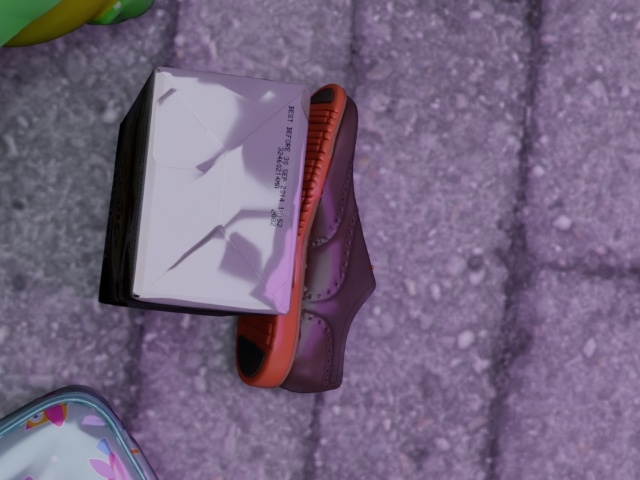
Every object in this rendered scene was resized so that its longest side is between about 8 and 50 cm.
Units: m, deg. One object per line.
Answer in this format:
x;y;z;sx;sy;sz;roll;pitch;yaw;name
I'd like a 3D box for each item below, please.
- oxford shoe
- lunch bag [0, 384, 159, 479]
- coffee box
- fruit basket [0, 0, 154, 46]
0.000;0.000;1.328;0.098;0.097;0.271;13;89;-28;oxford shoe
-0.216;0.281;1.257;0.224;0.108;0.279;-30;92;-9;lunch bag
-0.100;-0.026;1.198;0.119;0.297;0.168;6;85;-12;coffee box
-0.310;-0.247;1.203;0.283;0.392;0.392;-34;92;6;fruit basket
